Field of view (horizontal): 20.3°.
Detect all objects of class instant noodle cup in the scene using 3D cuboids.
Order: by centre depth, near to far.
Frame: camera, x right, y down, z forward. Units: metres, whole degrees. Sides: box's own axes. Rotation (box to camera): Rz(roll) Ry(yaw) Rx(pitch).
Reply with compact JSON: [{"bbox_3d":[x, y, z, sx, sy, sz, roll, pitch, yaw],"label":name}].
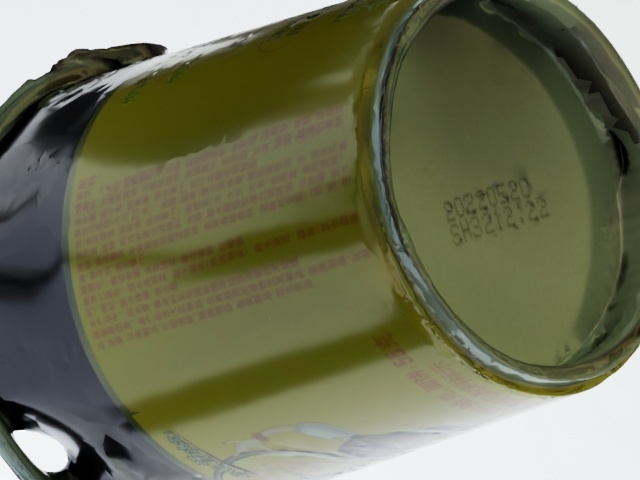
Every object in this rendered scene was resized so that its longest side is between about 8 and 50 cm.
[{"bbox_3d":[0.000,0.000,0.684,0.215,0.236,0.216,13,-111,-38],"label":"instant noodle cup"}]
